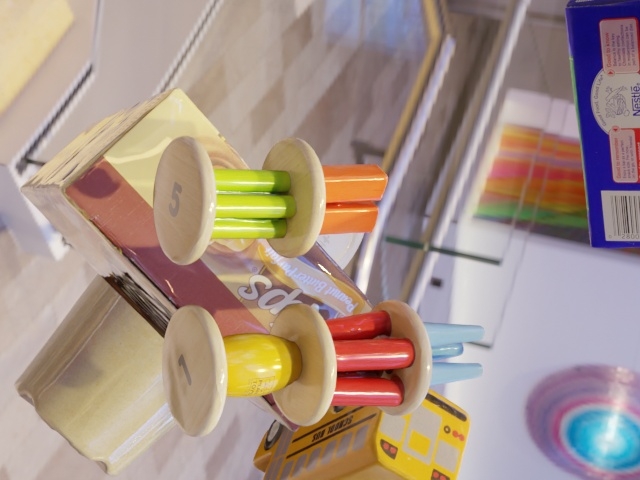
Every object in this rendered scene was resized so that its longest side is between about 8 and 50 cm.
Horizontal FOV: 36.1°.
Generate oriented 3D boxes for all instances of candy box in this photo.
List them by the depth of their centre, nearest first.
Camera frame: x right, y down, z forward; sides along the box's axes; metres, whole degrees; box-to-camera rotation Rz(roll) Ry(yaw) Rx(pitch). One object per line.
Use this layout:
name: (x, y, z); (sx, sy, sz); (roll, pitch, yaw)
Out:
candy box: (-0.098, 0.005, 0.659); (0.087, 0.183, 0.316); (-46, -163, -13)
candy box: (0.355, -0.186, 1.037); (0.317, 0.122, 0.268); (-53, 137, -48)

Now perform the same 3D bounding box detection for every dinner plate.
dinner plate: (0.000, 0.000, 1.011); (0.141, 0.017, 0.141); (-27, 134, -32)

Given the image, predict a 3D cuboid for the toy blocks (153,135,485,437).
toy blocks: (0.007, 0.017, 0.430); (0.148, 0.054, 0.123); (0, 83, -32)

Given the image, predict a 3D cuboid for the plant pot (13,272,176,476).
plant pot: (-0.308, 0.198, 1.592); (0.305, 0.334, 0.334); (-48, 154, -14)

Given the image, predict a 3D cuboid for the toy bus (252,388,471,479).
toy bus: (0.028, 0.245, 1.100); (0.333, 0.108, 0.130); (-40, -156, 52)
